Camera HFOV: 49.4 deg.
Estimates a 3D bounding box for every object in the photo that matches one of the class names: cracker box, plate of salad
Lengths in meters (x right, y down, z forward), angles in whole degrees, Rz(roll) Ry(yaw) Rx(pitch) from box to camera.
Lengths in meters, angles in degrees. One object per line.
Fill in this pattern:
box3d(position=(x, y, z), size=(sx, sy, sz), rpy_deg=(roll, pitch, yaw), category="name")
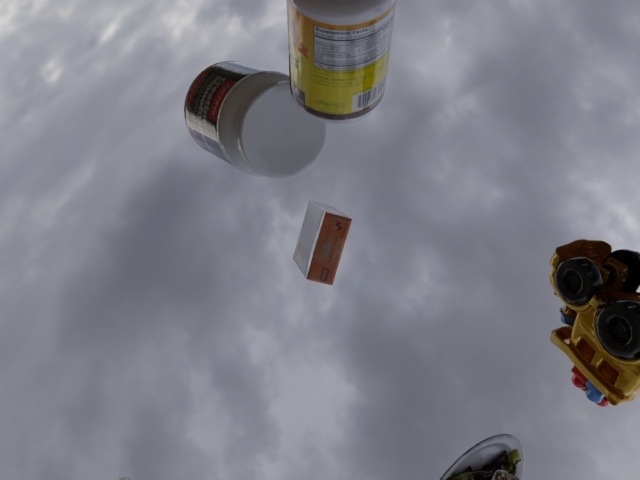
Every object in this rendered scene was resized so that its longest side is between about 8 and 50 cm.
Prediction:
box3d(position=(0.000, 0.000, 1.609), size=(0.232, 0.067, 0.155), rpy_deg=(-132, -122, -76), category="cracker box")
box3d(position=(0.191, 0.329, 0.851), size=(0.200, 0.200, 0.048), rpy_deg=(-50, -138, -9), category="plate of salad")

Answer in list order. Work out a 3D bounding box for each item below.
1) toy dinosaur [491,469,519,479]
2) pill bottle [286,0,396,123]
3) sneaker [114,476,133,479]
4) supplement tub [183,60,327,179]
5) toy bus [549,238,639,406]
box3d(position=(0.144, 0.278, 0.496), size=(0.112, 0.064, 0.211), rpy_deg=(-36, -111, 49), category="toy dinosaur")
box3d(position=(0.021, -0.238, 0.765), size=(0.117, 0.215, 0.117), rpy_deg=(0, -122, -1), category="pill bottle")
box3d(position=(-0.166, 0.346, 0.815), size=(0.086, 0.237, 0.085), rpy_deg=(-45, -147, -25), category="sneaker")
box3d(position=(-0.126, -0.226, 1.294), size=(0.191, 0.191, 0.272), rpy_deg=(-48, -145, -7), category="supplement tub")
box3d(position=(0.415, 0.135, 1.018), size=(0.149, 0.211, 0.220), rpy_deg=(-8, -137, -31), category="toy bus")
